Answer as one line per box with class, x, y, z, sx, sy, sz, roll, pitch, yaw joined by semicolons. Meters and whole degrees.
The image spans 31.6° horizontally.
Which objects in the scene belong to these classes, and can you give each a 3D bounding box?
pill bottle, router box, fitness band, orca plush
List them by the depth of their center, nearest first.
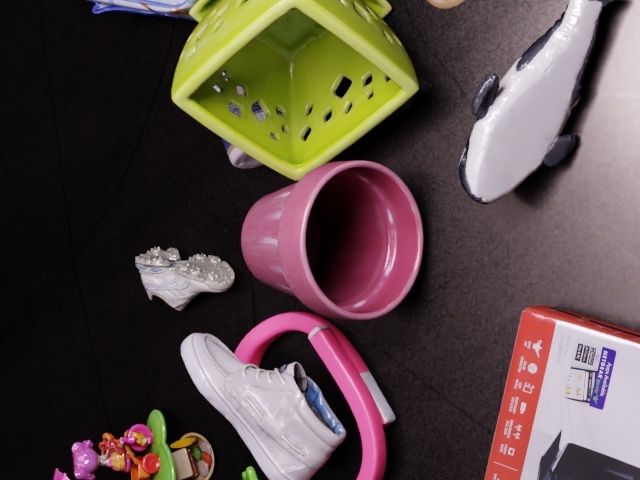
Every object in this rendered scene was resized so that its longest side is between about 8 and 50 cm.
router box;0.340;0.272;1.265;0.301;0.082;0.336;16;98;34
orca plush;0.234;-0.186;1.338;0.102;0.151;0.287;41;118;62
fitness band;-0.016;0.235;1.533;0.209;0.054;0.291;-43;65;27
pill bottle;-0.108;-0.194;1.577;0.094;0.094;0.169;-31;72;31

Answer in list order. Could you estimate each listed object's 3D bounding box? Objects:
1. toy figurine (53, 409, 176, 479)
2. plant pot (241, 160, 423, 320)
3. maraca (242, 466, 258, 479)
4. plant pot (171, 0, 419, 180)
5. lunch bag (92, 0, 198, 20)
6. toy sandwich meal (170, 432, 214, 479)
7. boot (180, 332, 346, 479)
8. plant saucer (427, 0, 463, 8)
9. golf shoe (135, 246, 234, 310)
toy figurine;-0.308;0.336;1.649;0.130;0.159;0.173;-25;66;58
plant pot;0.000;0.000;1.452;0.180;0.201;0.201;0;89;50
maraca;-0.073;0.394;1.524;0.127;0.099;0.186;32;135;58
plant pot;-0.036;-0.251;1.436;0.228;0.227;0.207;-34;41;30
lunch bag;-0.255;-0.447;1.675;0.303;0.115;0.243;17;101;33
toy sandwich meal;-0.194;0.324;1.668;0.085;0.029;0.086;-1;89;35
boot;-0.071;0.195;1.498;0.123;0.095;0.258;-47;72;21
plant saucer;0.160;-0.338;1.441;0.083;0.015;0.083;-1;89;35
golf shoe;-0.194;0.064;1.664;0.176;0.069;0.086;12;116;37
